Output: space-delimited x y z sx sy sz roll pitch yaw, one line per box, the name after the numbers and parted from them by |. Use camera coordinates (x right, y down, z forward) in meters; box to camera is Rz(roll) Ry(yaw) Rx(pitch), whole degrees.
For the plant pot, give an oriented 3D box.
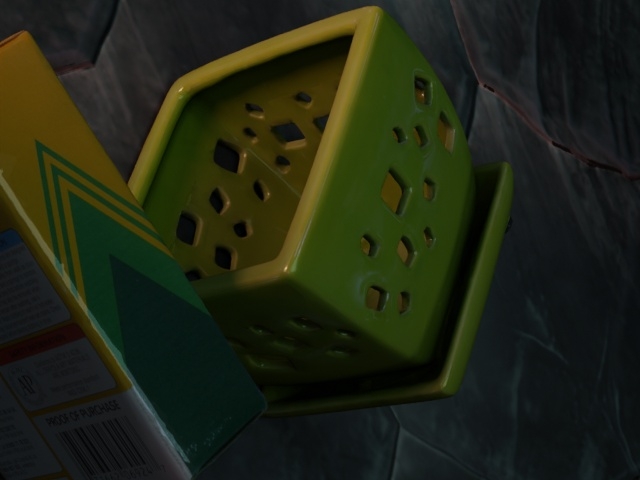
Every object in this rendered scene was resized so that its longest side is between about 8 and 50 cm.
0.000 0.000 1.137 0.207 0.228 0.227 38 56 -31 | plant pot

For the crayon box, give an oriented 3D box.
-0.196 0.009 0.983 0.083 0.203 0.323 -41 104 -39 | crayon box
